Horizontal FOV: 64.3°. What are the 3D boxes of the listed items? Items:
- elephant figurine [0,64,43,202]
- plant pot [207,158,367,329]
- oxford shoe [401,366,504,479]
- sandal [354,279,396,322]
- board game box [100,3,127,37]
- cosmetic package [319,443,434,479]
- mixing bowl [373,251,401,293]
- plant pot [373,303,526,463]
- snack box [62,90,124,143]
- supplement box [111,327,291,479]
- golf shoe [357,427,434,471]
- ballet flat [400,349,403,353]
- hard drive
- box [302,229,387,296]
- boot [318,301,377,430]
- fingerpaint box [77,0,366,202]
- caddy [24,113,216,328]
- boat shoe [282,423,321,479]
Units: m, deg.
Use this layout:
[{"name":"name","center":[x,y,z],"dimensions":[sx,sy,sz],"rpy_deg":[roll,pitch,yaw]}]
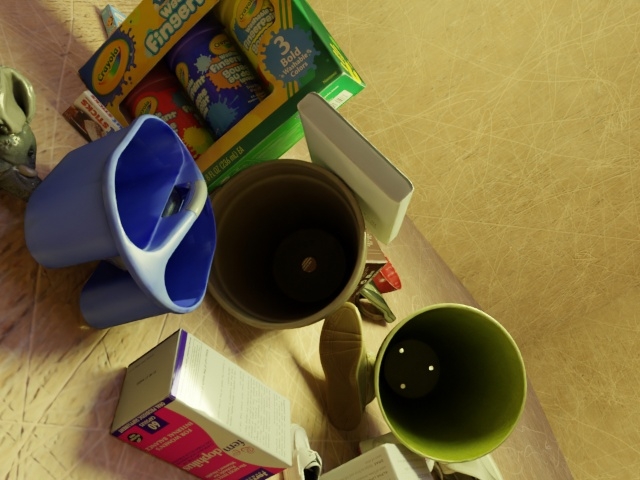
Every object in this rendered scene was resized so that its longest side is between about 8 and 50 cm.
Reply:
[{"name":"elephant figurine","center":[-0.437,-0.142,0.646],"dimensions":[0.169,0.186,0.239],"rpy_deg":[23,4,10]},{"name":"plant pot","center":[-0.049,0.031,1.063],"dimensions":[0.323,0.323,0.280],"rpy_deg":[61,4,17]},{"name":"oxford shoe","center":[0.309,0.501,1.303],"dimensions":[0.130,0.169,0.449],"rpy_deg":[-22,76,-48]},{"name":"sandal","center":[0.157,0.198,1.558],"dimensions":[0.120,0.086,0.303],"rpy_deg":[61,5,36]},{"name":"board game box","center":[-0.459,-0.479,1.291],"dimensions":[0.160,0.039,0.211],"rpy_deg":[23,37,-57]},{"name":"cosmetic package","center":[0.117,0.470,0.879],"dimensions":[0.151,0.151,0.183],"rpy_deg":[28,32,-52]},{"name":"mixing bowl","center":[0.182,0.112,1.722],"dimensions":[0.181,0.098,0.181],"rpy_deg":[47,20,-23]},{"name":"plant pot","center":[0.222,0.270,1.042],"dimensions":[0.274,0.275,0.293],"rpy_deg":[56,-8,5]},{"name":"snack box","center":[-0.382,-0.182,0.932],"dimensions":[0.178,0.064,0.022],"rpy_deg":[49,18,-15]},{"name":"supplement box","center":[-0.151,0.239,0.697],"dimensions":[0.220,0.111,0.114],"rpy_deg":[42,23,-31]},{"name":"golf shoe","center":[0.206,0.469,1.116],"dimensions":[0.306,0.140,0.115],"rpy_deg":[29,30,-54]},{"name":"ballet flat","center":[0.279,0.319,1.673],"dimensions":[0.057,0.052,0.168],"rpy_deg":[50,20,-14]},{"name":"hard drive","center":[0.065,-0.115,0.969],"dimensions":[0.233,0.047,0.353],"rpy_deg":[46,-4,11]},{"name":"box","center":[0.033,0.024,1.337],"dimensions":[0.167,0.168,0.203],"rpy_deg":[2,52,-36]},{"name":"boot","center":[0.078,0.257,1.127],"dimensions":[0.203,0.095,0.262],"rpy_deg":[-2,87,-69]},{"name":"fingerpaint box","center":[-0.203,-0.320,1.006],"dimensions":[0.371,0.445,0.163],"rpy_deg":[57,20,5]},{"name":"caddy","center":[-0.247,-0.035,0.735],"dimensions":[0.341,0.179,0.241],"rpy_deg":[-94,163,-56]},{"name":"boat shoe","center":[-0.026,0.377,0.830],"dimensions":[0.066,0.063,0.184],"rpy_deg":[45,21,-25]}]
